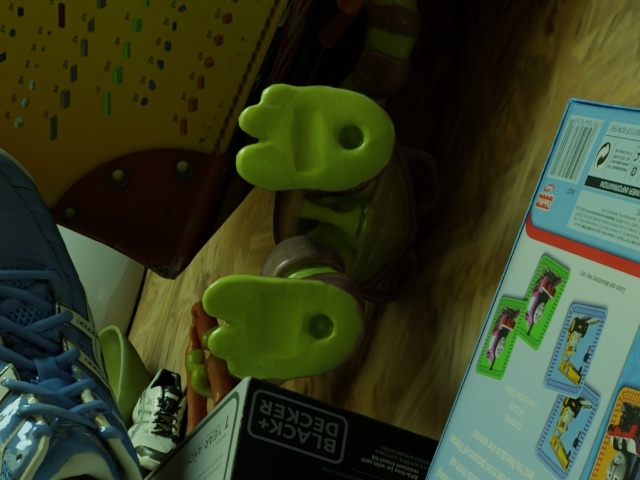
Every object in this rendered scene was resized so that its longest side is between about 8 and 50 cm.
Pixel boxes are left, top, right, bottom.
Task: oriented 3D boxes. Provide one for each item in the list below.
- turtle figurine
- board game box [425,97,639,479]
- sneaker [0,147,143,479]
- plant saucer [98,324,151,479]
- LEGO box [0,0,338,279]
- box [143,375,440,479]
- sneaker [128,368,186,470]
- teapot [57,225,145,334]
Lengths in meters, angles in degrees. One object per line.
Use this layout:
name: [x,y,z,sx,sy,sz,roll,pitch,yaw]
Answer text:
turtle figurine: [0.000,0.000,0.742,0.217,0.087,0.269,-60,-5,-82]
board game box: [0.076,0.067,0.502,0.211,0.039,0.160,-68,16,2]
sneaker: [-0.101,0.062,0.650,0.081,0.080,0.211,-25,76,52]
plant saucer: [-0.158,0.175,1.148,0.241,0.037,0.241,-58,20,35]
LEGO box: [-0.034,-0.271,0.839,0.372,0.193,0.500,-64,-2,-79]
box: [-0.042,0.216,0.623,0.169,0.087,0.290,132,154,-52]
sneaker: [-0.095,0.104,1.037,0.083,0.032,0.037,-106,39,-64]
teapot: [-0.254,0.041,1.361,0.256,0.187,0.252,-152,82,-73]
